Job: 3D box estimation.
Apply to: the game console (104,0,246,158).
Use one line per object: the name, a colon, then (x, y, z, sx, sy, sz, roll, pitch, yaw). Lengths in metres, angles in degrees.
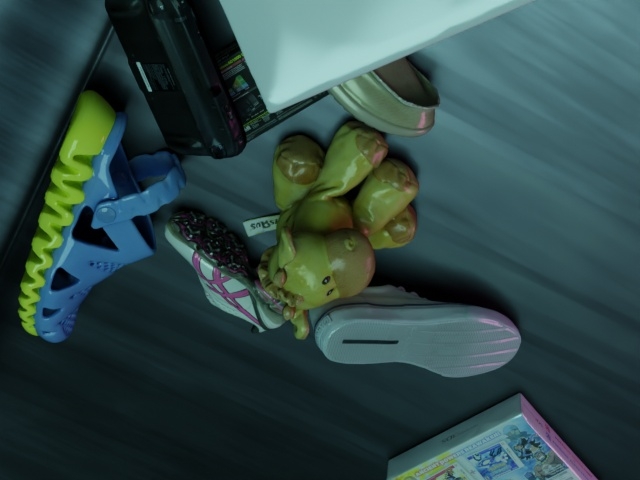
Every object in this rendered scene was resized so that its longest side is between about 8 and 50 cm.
game console: (-0.179, -0.232, 1.286, 0.213, 0.044, 0.361, 12, 135, 42)

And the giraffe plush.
giraffe plush: (0.000, 0.000, 1.410, 0.210, 0.170, 0.181, -29, 117, 23)

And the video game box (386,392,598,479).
video game box: (0.218, 0.303, 1.673, 0.205, 0.048, 0.187, -31, 118, 24)

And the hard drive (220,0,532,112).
hard drive: (0.069, -0.290, 1.210, 0.353, 0.047, 0.233, -22, 97, 11)

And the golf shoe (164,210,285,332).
golf shoe: (-0.111, 0.043, 1.514, 0.186, 0.067, 0.086, 40, 121, -20)

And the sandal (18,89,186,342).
sandal: (-0.243, -0.006, 1.466, 0.138, 0.126, 0.317, 18, 126, -11)

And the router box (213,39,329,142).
router box: (-0.059, -0.167, 1.382, 0.122, 0.038, 0.092, -28, 118, 22)

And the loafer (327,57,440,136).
loafer: (0.027, -0.207, 1.307, 0.268, 0.102, 0.092, 40, 121, -17)

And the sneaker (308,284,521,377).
sneaker: (0.107, 0.090, 1.516, 0.258, 0.091, 0.094, 9, 122, -26)
